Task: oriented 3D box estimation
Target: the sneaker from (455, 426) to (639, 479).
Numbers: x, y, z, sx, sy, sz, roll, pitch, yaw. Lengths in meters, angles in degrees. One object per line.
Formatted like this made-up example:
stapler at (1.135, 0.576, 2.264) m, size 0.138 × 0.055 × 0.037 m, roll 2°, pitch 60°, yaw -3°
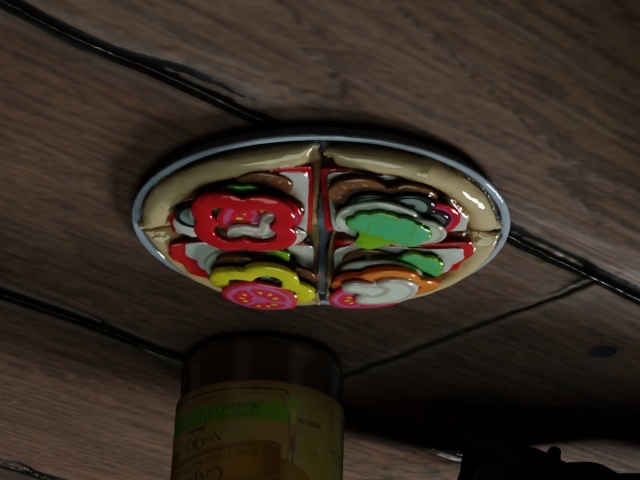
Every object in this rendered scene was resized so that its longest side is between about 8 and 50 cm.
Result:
sneaker at (0.183, 0.208, 1.184) m, size 0.482 × 0.202 × 0.185 m, roll -8°, pitch 149°, yaw -22°

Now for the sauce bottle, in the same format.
sauce bottle at (-0.041, 0.229, 1.033) m, size 0.111 × 0.344 × 0.111 m, roll 0°, pitch 152°, yaw 0°

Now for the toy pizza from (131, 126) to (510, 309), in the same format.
toy pizza at (0.000, 0.000, 0.914) m, size 0.201 × 0.032 × 0.201 m, roll 1°, pitch 154°, yaw 1°
